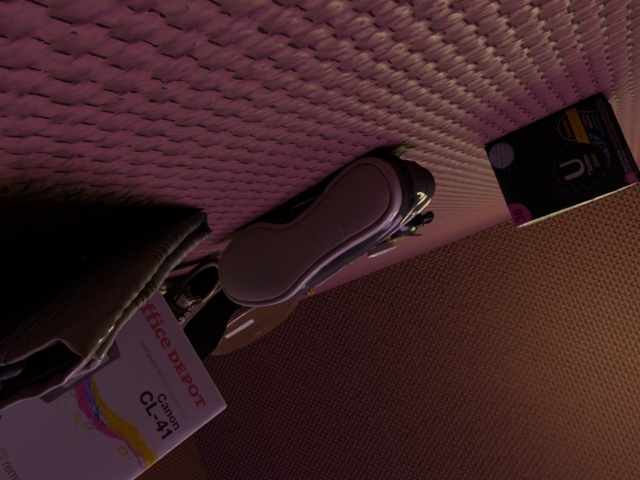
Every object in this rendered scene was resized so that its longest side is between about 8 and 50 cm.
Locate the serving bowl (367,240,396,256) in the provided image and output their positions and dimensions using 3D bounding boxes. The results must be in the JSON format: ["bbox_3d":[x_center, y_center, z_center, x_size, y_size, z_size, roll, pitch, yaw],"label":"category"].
[{"bbox_3d":[0.165,0.020,1.754,0.083,0.027,0.083,-20,173,-3],"label":"serving bowl"}]

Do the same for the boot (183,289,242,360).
[{"bbox_3d":[-0.241,0.151,1.129,0.229,0.091,0.263,-28,-165,49],"label":"boot"}]

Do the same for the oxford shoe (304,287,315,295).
[{"bbox_3d":[-0.035,0.108,1.690,0.076,0.076,0.212,-18,171,0],"label":"oxford shoe"}]

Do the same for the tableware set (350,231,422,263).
[{"bbox_3d":[0.150,0.008,1.564,0.194,0.039,0.128,-20,173,1],"label":"tableware set"}]

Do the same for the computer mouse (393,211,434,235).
[{"bbox_3d":[0.204,-0.034,1.390,0.071,0.041,0.242,-24,173,25],"label":"computer mouse"}]

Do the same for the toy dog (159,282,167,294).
[{"bbox_3d":[-0.381,0.189,0.971,0.334,0.160,0.220,-14,171,-41],"label":"toy dog"}]

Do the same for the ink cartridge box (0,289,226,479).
[{"bbox_3d":[-0.304,0.200,0.772,0.306,0.226,0.131,-32,-175,-40],"label":"ink cartridge box"}]

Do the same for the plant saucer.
[{"bbox_3d":[-0.158,0.176,1.429,0.278,0.041,0.278,-30,161,-11],"label":"plant saucer"}]

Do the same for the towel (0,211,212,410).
[{"bbox_3d":[-0.260,0.086,0.542,0.312,0.056,0.324,-22,-167,11],"label":"towel"}]

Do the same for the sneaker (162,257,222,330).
[{"bbox_3d":[-0.212,0.094,0.940,0.188,0.066,0.071,-49,180,-17],"label":"sneaker"}]

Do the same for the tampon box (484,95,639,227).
[{"bbox_3d":[0.326,-0.102,0.858,0.161,0.120,0.101,-24,173,29],"label":"tampon box"}]

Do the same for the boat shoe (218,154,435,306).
[{"bbox_3d":[0.000,0.000,0.785,0.096,0.112,0.335,-6,162,-46],"label":"boat shoe"}]
